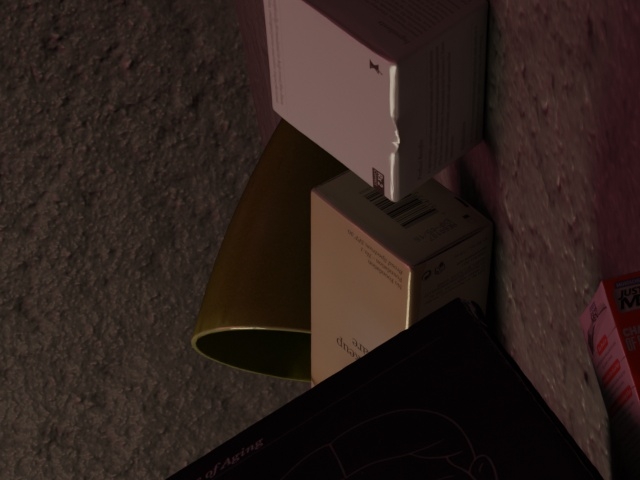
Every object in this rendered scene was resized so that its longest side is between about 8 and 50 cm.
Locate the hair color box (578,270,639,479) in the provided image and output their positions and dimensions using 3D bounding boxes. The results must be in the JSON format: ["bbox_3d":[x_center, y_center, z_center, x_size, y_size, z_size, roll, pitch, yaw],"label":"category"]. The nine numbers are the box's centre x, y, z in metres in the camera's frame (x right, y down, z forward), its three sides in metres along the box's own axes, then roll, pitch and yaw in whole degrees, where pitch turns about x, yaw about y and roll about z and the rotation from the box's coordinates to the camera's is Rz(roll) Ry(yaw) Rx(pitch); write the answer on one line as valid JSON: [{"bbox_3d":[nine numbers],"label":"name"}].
[{"bbox_3d":[0.228,0.111,1.157,0.093,0.053,0.167,95,161,-71],"label":"hair color box"}]

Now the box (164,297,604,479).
[{"bbox_3d":[0.025,0.344,1.189,0.297,0.480,0.472,58,-179,-23],"label":"box"}]

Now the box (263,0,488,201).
[{"bbox_3d":[0.050,-0.167,1.574,0.182,0.119,0.181,39,151,30],"label":"box"}]

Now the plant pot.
[{"bbox_3d":[0.000,0.000,2.061,0.275,0.275,0.293,103,174,-74],"label":"plant pot"}]

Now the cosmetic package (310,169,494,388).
[{"bbox_3d":[0.078,0.081,1.763,0.160,0.113,0.309,38,143,37],"label":"cosmetic package"}]
